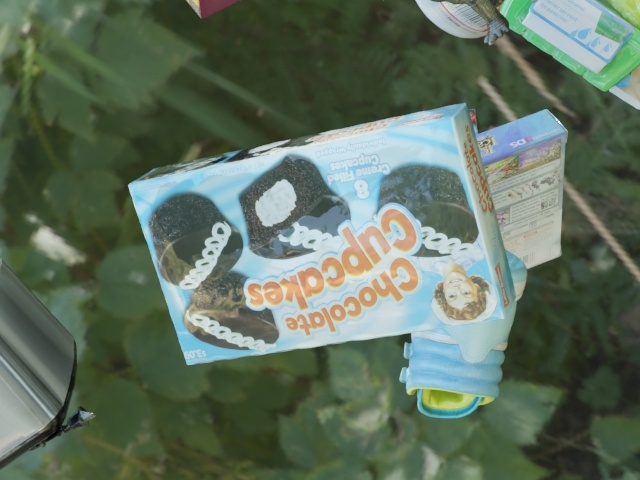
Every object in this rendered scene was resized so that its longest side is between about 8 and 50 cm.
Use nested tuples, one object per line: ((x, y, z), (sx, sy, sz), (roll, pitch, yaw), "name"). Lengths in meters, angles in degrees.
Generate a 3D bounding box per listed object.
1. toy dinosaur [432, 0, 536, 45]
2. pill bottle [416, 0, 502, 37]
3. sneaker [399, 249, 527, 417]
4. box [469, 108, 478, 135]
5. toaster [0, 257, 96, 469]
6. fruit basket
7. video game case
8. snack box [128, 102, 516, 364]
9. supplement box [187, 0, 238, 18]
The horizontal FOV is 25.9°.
((0.154, -0.297, 1.344), (0.313, 0.160, 0.121), (-34, 27, 43), "toy dinosaur")
((0.340, -0.481, 2.169), (0.408, 0.229, 0.229), (-19, 50, 50), "pill bottle")
((0.139, 0.088, 1.632), (0.319, 0.127, 0.208), (-115, 34, -77), "sneaker")
((0.158, -0.131, 1.984), (0.027, 0.137, 0.094), (53, -150, -87), "box")
((-0.273, 0.114, 1.069), (0.186, 0.110, 0.168), (-35, 19, 6), "toaster")
((0.410, -0.393, 1.882), (0.353, 0.327, 0.165), (-54, 4, 34), "fruit basket")
((0.205, -0.034, 1.919), (0.244, 0.269, 0.061), (84, 161, -46), "video game case")
((0.000, 0.000, 1.268), (0.322, 0.187, 0.060), (-10, 15, 23), "snack box")
((-0.202, -0.448, 2.150), (0.188, 0.081, 0.104), (52, 161, 28), "supplement box")
